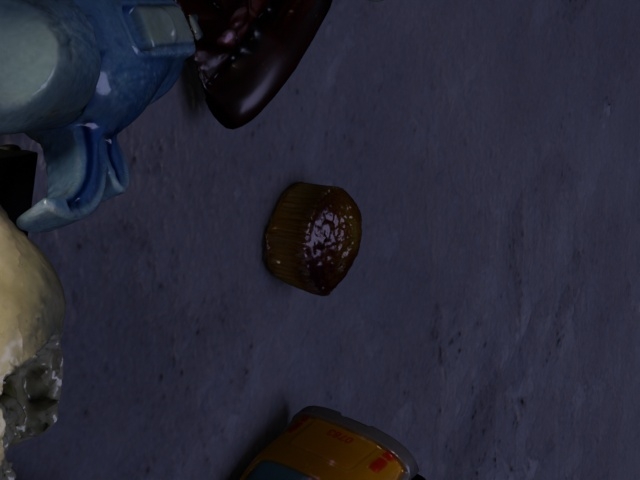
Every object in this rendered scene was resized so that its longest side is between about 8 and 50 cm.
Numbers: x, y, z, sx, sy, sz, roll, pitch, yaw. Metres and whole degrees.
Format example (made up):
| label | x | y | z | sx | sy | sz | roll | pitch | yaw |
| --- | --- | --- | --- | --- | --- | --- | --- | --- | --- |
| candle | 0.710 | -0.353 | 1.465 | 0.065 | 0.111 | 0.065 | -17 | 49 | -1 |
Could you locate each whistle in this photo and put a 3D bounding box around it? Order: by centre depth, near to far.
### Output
| label | x | y | z | sx | sy | sz | roll | pitch | yaw |
| --- | --- | --- | --- | --- | --- | --- | --- | --- | --- |
| whistle | -0.150 | -0.097 | 0.984 | 0.269 | 0.093 | 0.180 | -17 | 84 | -65 |

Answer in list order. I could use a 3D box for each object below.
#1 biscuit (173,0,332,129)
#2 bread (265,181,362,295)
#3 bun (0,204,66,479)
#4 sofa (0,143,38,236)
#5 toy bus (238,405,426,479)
| label | x | y | z | sx | sy | sz | roll | pitch | yaw |
| --- | --- | --- | --- | --- | --- | --- | --- | --- | --- |
| biscuit | -0.051 | -0.204 | 1.166 | 0.151 | 0.063 | 0.235 | -56 | 152 | -33 |
| bread | 0.000 | 0.000 | 1.351 | 0.085 | 0.053 | 0.085 | -32 | 128 | -52 |
| bun | -0.198 | 0.057 | 0.885 | 0.178 | 0.193 | 0.128 | -60 | 149 | -7 |
| sofa | -0.208 | 0.017 | 1.006 | 0.085 | 0.060 | 0.147 | -26 | 125 | -75 |
| toy bus | 0.002 | 0.248 | 1.391 | 0.136 | 0.126 | 0.209 | -35 | 132 | -39 |
